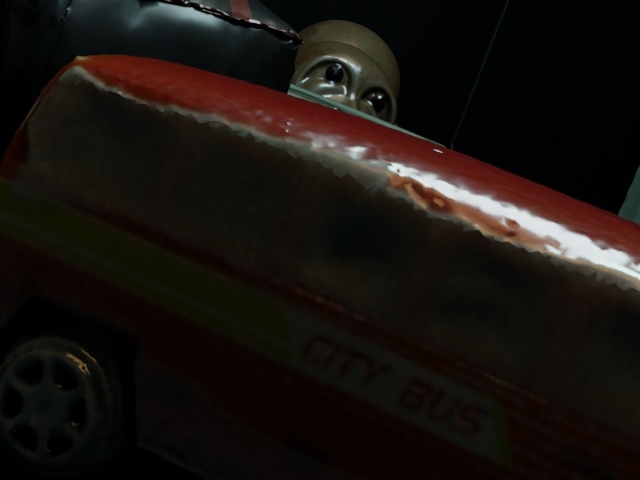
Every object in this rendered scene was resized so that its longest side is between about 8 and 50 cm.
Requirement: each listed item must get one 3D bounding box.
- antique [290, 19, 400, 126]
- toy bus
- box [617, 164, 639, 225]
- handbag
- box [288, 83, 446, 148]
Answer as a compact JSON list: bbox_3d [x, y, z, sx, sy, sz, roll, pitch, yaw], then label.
[{"bbox_3d":[0.002,-0.086,1.425,0.121,0.143,0.257,24,8,3],"label":"antique"},{"bbox_3d":[0.029,0.037,0.540,0.265,0.120,0.121,23,8,22],"label":"toy bus"},{"bbox_3d":[0.389,-0.062,1.318,0.396,0.396,0.111,17,9,-38],"label":"box"},{"bbox_3d":[-0.121,-0.104,1.094,0.169,0.155,0.215,20,5,-25],"label":"handbag"},{"bbox_3d":[-0.022,-0.047,1.222,0.124,0.093,0.172,14,9,-47],"label":"box"}]
